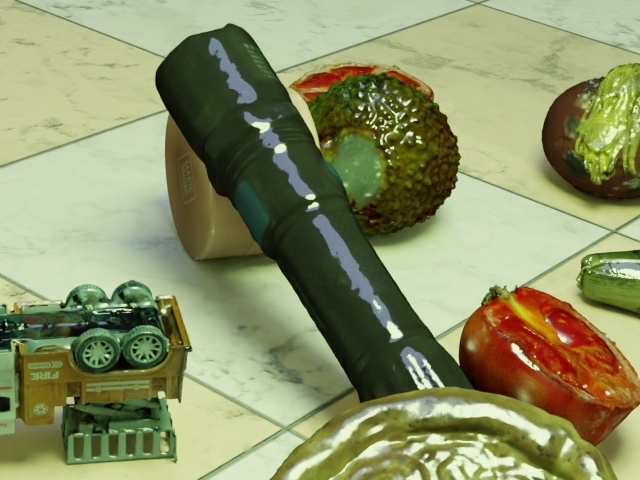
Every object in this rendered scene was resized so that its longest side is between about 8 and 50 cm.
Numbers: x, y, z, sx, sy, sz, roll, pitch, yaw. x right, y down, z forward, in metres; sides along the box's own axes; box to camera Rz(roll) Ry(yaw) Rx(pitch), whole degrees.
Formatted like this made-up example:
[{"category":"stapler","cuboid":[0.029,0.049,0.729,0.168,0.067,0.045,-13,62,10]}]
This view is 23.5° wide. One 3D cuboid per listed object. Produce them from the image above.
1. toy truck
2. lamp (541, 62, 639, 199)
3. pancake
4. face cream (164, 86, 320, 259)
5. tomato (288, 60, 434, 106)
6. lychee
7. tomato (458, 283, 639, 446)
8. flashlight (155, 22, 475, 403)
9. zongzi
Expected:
[{"category":"toy truck","cuboid":[-0.187,0.098,1.086,0.178,0.115,0.080,-1,28,-14]},{"category":"lamp","cuboid":[0.309,-0.117,1.584,0.156,0.135,0.157,-8,27,-25]},{"category":"pancake","cuboid":[0.077,0.193,0.978,0.250,0.031,0.250,1,48,-2]},{"category":"face cream","cuboid":[-0.071,-0.061,1.385,0.104,0.149,0.149,-7,29,-20]},{"category":"tomato","cuboid":[0.044,-0.134,1.641,0.156,0.069,0.155,2,29,-1]},{"category":"lychee","cuboid":[0.055,-0.079,1.455,0.171,0.171,0.171,4,27,-2]},{"category":"tomato","cuboid":[0.158,0.106,1.145,0.139,0.091,0.159,40,20,15]},{"category":"flashlight","cuboid":[0.000,0.000,1.185,0.103,0.103,0.424,-13,54,-31]},{"category":"zongzi","cuboid":[0.286,0.054,1.348,0.104,0.052,0.113,-7,41,-7]}]
